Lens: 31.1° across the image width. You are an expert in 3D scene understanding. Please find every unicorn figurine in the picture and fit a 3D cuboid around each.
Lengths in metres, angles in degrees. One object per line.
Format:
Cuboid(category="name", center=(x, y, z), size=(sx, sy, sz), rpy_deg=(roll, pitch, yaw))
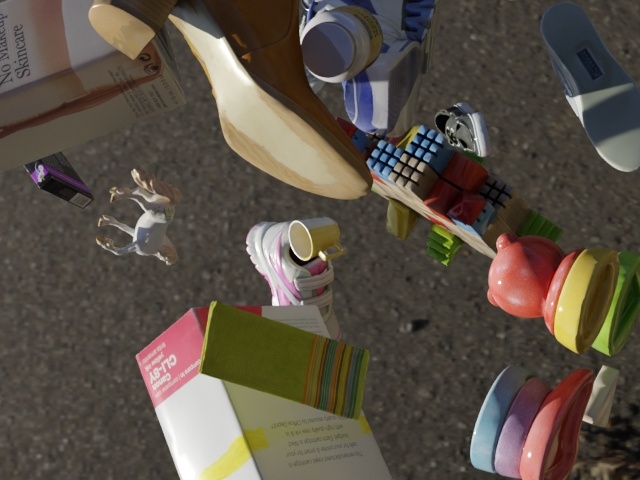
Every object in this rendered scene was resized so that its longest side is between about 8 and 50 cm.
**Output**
Cuboid(category="unicorn figurine", center=(-0.216, -0.015, 1.419), size=(0.162, 0.111, 0.060), rpy_deg=(128, 151, -49))

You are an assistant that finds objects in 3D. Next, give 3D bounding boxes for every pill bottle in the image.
Cuboid(category="pill bottle", center=(0.017, -0.178, 1.043), size=(0.065, 0.116, 0.065), rpy_deg=(3, 106, 11))

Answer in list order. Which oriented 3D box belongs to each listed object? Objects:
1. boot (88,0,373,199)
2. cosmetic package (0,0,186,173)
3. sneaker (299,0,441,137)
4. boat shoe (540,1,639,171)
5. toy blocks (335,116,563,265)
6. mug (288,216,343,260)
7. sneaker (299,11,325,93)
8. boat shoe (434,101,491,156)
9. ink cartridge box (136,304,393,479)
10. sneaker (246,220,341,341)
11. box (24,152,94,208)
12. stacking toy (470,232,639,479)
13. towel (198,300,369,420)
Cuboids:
Cuboid(category="boot", center=(-0.040, -0.190, 0.974), size=(0.104, 0.295, 0.211), rpy_deg=(-21, 39, 51))
Cuboid(category="cosmetic package", center=(-0.323, -0.195, 1.336), size=(0.296, 0.129, 0.153), rpy_deg=(-21, 58, 3))
Cuboid(category="sneaker", center=(0.045, -0.241, 1.492), size=(0.182, 0.315, 0.127), rpy_deg=(9, 123, 11))
Cuboid(category="boat shoe", center=(0.343, -0.187, 1.413), size=(0.079, 0.081, 0.227), rpy_deg=(-27, 79, 12))
Cuboid(category="toy blocks", center=(0.176, -0.099, 1.853), size=(0.381, 0.261, 0.190), rpy_deg=(32, 87, 33))
Cuboid(category="mug", center=(-0.002, -0.001, 1.751), size=(0.062, 0.064, 0.078), rpy_deg=(-38, 73, 55))
Cuboid(category="sneaker", center=(-0.118, -0.365, 1.752), size=(0.366, 0.150, 0.135), rpy_deg=(42, 118, 1))
Cuboid(category="boat shoe", center=(0.156, -0.119, 1.263), size=(0.040, 0.142, 0.049), rpy_deg=(-15, 107, 0))
Cuboid(category="ink cartridge box", center=(-0.069, 0.298, 1.693), size=(0.160, 0.279, 0.384), rpy_deg=(-39, 64, 31))
Cuboid(category="sneaker", center=(-0.028, 0.076, 1.975), size=(0.111, 0.103, 0.252), rpy_deg=(-19, 103, 47))
Cuboid(category="box", center=(-0.403, -0.123, 1.654), size=(0.029, 0.116, 0.162), rpy_deg=(-41, 66, 7))
Cuboid(category="stacking toy", center=(0.273, 0.127, 1.377), size=(0.130, 0.279, 0.308), rpy_deg=(20, 107, 27))
Cuboid(category="towel", center=(-0.042, 0.157, 1.494), size=(0.021, 0.237, 0.102), rpy_deg=(-33, 44, 52))
